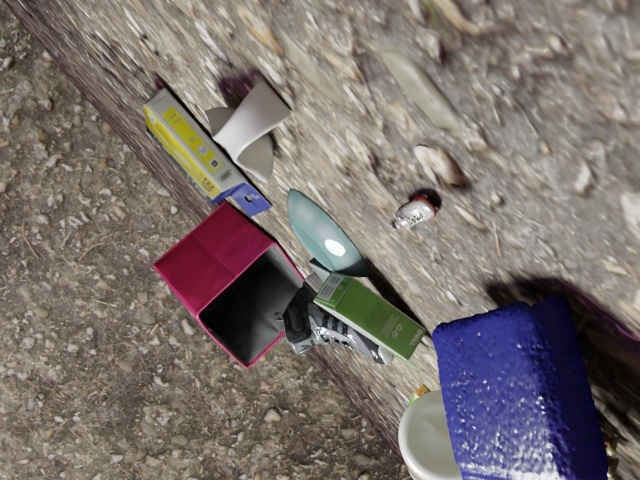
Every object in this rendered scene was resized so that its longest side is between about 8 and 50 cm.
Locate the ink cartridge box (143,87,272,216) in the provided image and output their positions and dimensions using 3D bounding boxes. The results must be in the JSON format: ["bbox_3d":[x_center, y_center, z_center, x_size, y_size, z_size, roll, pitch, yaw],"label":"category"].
[{"bbox_3d":[-0.248,-0.157,1.525,0.307,0.072,0.303,51,168,-7],"label":"ink cartridge box"}]

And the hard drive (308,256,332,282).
[{"bbox_3d":[0.035,0.083,1.389,0.094,0.022,0.135,52,168,-23],"label":"hard drive"}]

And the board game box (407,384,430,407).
[{"bbox_3d":[0.253,0.396,1.619,0.124,0.039,0.259,45,166,16],"label":"board game box"}]

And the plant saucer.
[{"bbox_3d":[0.000,0.000,1.199,0.195,0.037,0.195,46,168,12],"label":"plant saucer"}]

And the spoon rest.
[{"bbox_3d":[-0.109,-0.142,0.998,0.137,0.084,0.276,49,168,-5],"label":"spoon rest"}]

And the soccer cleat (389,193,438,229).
[{"bbox_3d":[0.095,-0.026,0.745,0.029,0.035,0.083,49,169,-7],"label":"soccer cleat"}]

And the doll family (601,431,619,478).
[{"bbox_3d":[0.272,0.226,0.838,0.111,0.076,0.193,24,158,14],"label":"doll family"}]

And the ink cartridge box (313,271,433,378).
[{"bbox_3d":[0.099,0.135,1.174,0.209,0.062,0.109,36,173,-17],"label":"ink cartridge box"}]

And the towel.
[{"bbox_3d":[0.210,0.216,0.703,0.227,0.076,0.308,144,116,-68],"label":"towel"}]

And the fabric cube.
[{"bbox_3d":[-0.214,0.109,1.815,0.258,0.259,0.254,37,166,45],"label":"fabric cube"}]

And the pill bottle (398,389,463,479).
[{"bbox_3d":[0.230,0.382,1.328,0.162,0.162,0.278,43,168,24],"label":"pill bottle"}]

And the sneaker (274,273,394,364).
[{"bbox_3d":[0.021,0.198,1.498,0.268,0.153,0.101,41,167,31],"label":"sneaker"}]
